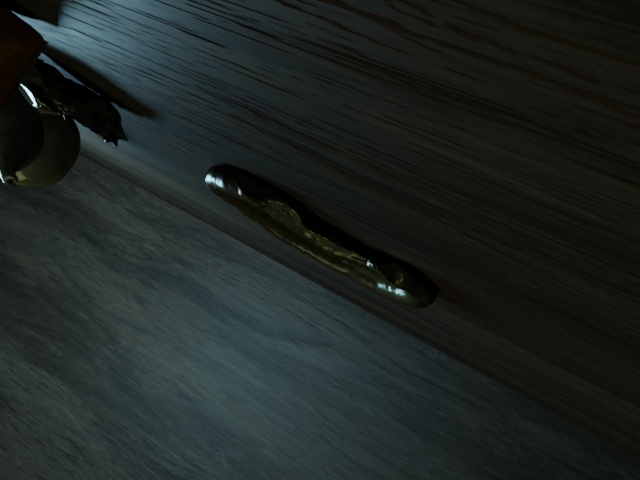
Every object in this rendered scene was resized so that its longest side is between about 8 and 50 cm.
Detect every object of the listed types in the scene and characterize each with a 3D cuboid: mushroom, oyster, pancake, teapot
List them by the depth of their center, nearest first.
[{"bbox_3d":[-0.271,-0.151,0.857,0.166,0.053,0.108,25,-161,-52],"label":"oyster"},{"bbox_3d":[0.000,0.000,0.926,0.286,0.033,0.288,26,173,47],"label":"pancake"},{"bbox_3d":[-0.534,-0.221,1.156,0.220,0.149,0.318,6,135,44],"label":"teapot"},{"bbox_3d":[-0.485,-0.167,1.360,0.154,0.154,0.122,33,169,-34],"label":"mushroom"}]

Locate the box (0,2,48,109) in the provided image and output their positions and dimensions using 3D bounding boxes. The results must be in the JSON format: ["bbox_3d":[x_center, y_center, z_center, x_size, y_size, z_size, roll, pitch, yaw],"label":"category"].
[{"bbox_3d":[-0.374,-0.212,0.602,0.221,0.091,0.274,27,174,39],"label":"box"}]
